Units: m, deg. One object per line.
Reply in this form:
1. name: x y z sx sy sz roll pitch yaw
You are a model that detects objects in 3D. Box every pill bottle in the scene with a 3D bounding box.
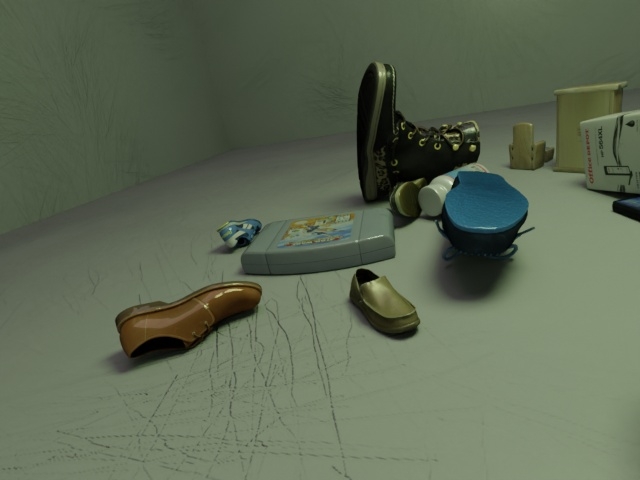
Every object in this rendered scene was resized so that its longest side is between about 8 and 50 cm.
1. pill bottle: 0.296 -0.109 0.891 0.160 0.087 0.087 -22 23 -27

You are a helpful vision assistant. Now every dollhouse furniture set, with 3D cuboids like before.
1. dollhouse furniture set: 0.710 -0.312 1.049 0.303 0.198 0.286 -22 23 -27

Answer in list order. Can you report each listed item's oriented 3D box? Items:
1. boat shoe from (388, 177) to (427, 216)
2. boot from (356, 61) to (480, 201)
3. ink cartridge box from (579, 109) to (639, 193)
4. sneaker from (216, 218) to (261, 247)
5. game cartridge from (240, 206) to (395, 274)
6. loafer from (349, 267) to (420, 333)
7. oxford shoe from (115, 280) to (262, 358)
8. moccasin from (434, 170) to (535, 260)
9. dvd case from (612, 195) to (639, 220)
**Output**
1. boat shoe: 0.195 -0.097 0.937 0.073 0.080 0.223 -10 11 30
2. boot: 0.235 -0.254 0.977 0.284 0.377 0.138 -6 48 -1
3. ink cartridge box: 0.599 -0.168 0.759 0.086 0.148 0.203 -14 10 -1
4. sneaker: -0.185 -0.015 0.960 0.053 0.059 0.144 -36 -9 27
5. game cartridge: 0.000 0.000 0.813 0.297 0.062 0.198 -7 16 11
6. loafer: 0.080 0.079 0.558 0.056 0.050 0.148 -20 22 -22
7. oxford shoe: -0.181 0.120 0.597 0.212 0.076 0.076 -17 51 -21
8. moccasin: 0.271 -0.031 0.669 0.138 0.116 0.342 11 23 21
9. dvd case: 0.657 -0.057 0.651 0.253 0.022 0.180 -11 19 2
